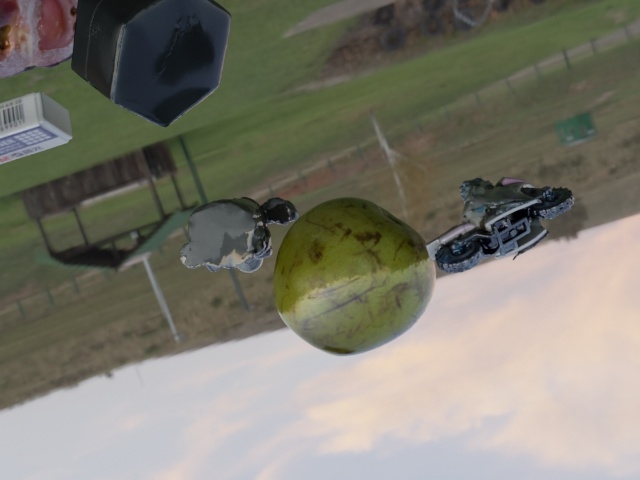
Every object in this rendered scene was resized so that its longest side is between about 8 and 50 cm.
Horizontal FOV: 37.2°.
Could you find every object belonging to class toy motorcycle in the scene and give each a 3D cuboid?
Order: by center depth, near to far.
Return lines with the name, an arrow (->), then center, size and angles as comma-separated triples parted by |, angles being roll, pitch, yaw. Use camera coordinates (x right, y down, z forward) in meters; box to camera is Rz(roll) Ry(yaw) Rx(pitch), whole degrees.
toy motorcycle -> 0.266, -0.038, 1.544 | 0.239, 0.108, 0.204 | -15, -154, -17

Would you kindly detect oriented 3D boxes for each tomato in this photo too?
tomato -> -0.525, -0.397, 1.657 | 0.228, 0.112, 0.199 | -18, 145, -32

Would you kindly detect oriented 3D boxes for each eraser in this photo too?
eraser -> -0.675, -0.222, 1.996 | 0.279, 0.081, 0.124 | -16, 165, 11

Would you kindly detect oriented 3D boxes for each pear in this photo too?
pear -> 0.054, 0.066, 1.640 | 0.284, 0.283, 0.283 | -19, -175, 2

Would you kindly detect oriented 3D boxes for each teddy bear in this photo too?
teddy bear -> -0.133, -0.013, 1.757 | 0.171, 0.144, 0.251 | -14, -178, 21

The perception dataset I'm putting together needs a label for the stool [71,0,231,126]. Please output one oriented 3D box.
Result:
stool -> -0.258, -0.300, 1.444 | 0.141, 0.232, 0.232 | 34, -140, 32
